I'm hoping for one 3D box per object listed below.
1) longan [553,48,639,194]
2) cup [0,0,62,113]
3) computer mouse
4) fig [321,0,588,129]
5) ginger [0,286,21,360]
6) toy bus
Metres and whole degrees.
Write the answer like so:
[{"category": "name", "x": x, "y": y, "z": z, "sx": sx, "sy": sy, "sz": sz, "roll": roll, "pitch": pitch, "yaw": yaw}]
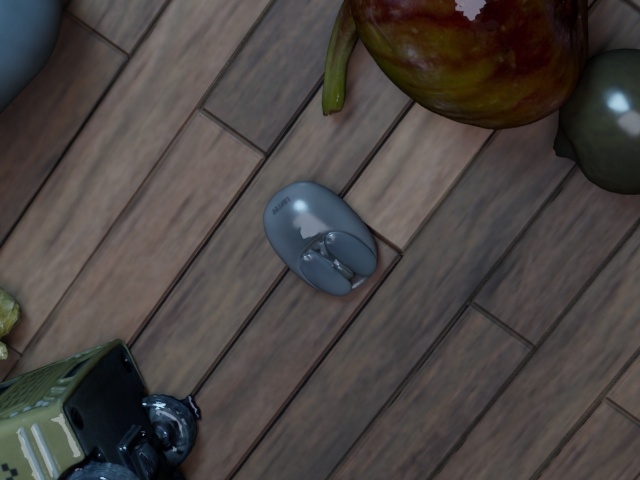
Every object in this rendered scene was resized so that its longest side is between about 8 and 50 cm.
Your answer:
[{"category": "longan", "x": 0.214, "y": -0.082, "z": 1.342, "sx": 0.113, "sy": 0.092, "sz": 0.113, "roll": 10, "pitch": 132, "yaw": 11}, {"category": "cup", "x": -0.338, "y": -0.114, "z": 1.342, "sx": 0.312, "sy": 0.205, "sz": 0.205, "roll": -42, "pitch": 97, "yaw": 16}, {"category": "computer mouse", "x": -0.001, "y": 0.000, "z": 1.419, "sx": 0.066, "sy": 0.039, "sz": 0.096, "roll": -39, "pitch": 99, "yaw": 16}, {"category": "fig", "x": 0.078, "y": -0.164, "z": 1.310, "sx": 0.207, "sy": 0.175, "sz": 0.175, "roll": 6, "pitch": 109, "yaw": 33}, {"category": "ginger", "x": -0.346, "y": 0.067, "z": 1.476, "sx": 0.176, "sy": 0.052, "sz": 0.193, "roll": 44, "pitch": 108, "yaw": -12}, {"category": "toy bus", "x": -0.167, "y": 0.277, "z": 1.457, "sx": 0.202, "sy": 0.177, "sz": 0.365, "roll": -18, "pitch": 100, "yaw": 15}]
